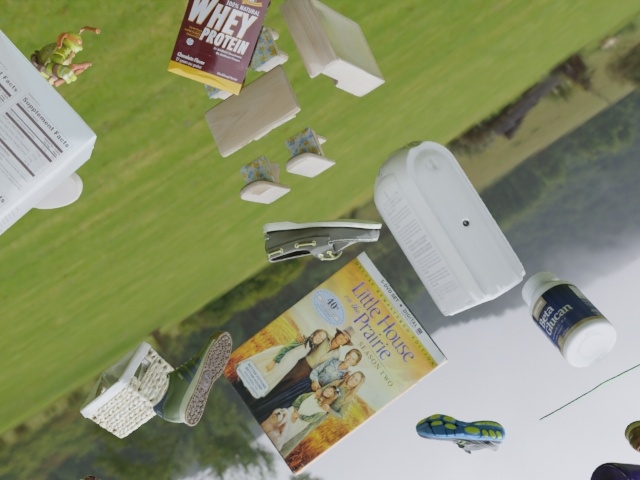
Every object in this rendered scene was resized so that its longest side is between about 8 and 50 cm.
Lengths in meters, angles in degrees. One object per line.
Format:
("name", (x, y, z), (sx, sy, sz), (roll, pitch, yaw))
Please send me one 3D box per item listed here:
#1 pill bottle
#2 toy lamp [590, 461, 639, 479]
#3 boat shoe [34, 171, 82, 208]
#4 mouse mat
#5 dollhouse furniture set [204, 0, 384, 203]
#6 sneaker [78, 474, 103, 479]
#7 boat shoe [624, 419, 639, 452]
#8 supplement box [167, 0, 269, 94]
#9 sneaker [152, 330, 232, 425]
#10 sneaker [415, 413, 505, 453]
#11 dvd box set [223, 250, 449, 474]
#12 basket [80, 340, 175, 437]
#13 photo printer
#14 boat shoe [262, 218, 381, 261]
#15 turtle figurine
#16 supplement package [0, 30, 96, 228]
("pill bottle", (0.407, 0.125, 1.586), (0.094, 0.094, 0.169), (-37, -143, 4))
("toy lamp", (0.296, 0.314, 1.126), (0.275, 0.080, 0.080), (-3, 157, -33))
("boat shoe", (-0.688, -0.166, 2.158), (0.158, 0.341, 0.127), (-80, 170, -47))
("mouse mat", (0.478, 0.254, 1.640), (0.153, 0.007, 0.189), (-12, 156, -43))
("dollhouse furniture set", (-0.100, -0.333, 2.076), (0.394, 0.362, 0.256), (-29, 164, 23))
("sneaker", (-0.330, 0.413, 1.539), (0.084, 0.069, 0.185), (-20, 153, -7))
("boat shoe", (0.666, 0.364, 1.785), (0.178, 0.064, 0.060), (-12, -154, 6))
("supplement box", (-0.170, -0.376, 1.681), (0.191, 0.129, 0.194), (-97, -154, -77))
("sneaker", (-0.227, 0.232, 1.650), (0.086, 0.064, 0.192), (1, -135, 25))
("sneaker", (0.294, 0.416, 2.013), (0.067, 0.188, 0.078), (-79, 174, -55))
("dvd box set", (0.025, 0.270, 2.106), (0.420, 0.307, 0.062), (-37, 167, 4))
("basket", (-0.364, 0.290, 1.830), (0.167, 0.103, 0.113), (-37, -161, 38))
("photo printer", (0.210, -0.026, 1.687), (0.107, 0.307, 0.256), (-30, 174, -15))
("boat shoe", (0.003, 0.000, 2.136), (0.305, 0.091, 0.109), (-2, 177, 34))
("turtle figurine", (-0.508, -0.312, 1.780), (0.217, 0.087, 0.269), (-49, -153, 14))
("supplement package", (-0.458, -0.109, 1.233), (0.263, 0.198, 0.199), (-44, -171, -14))
